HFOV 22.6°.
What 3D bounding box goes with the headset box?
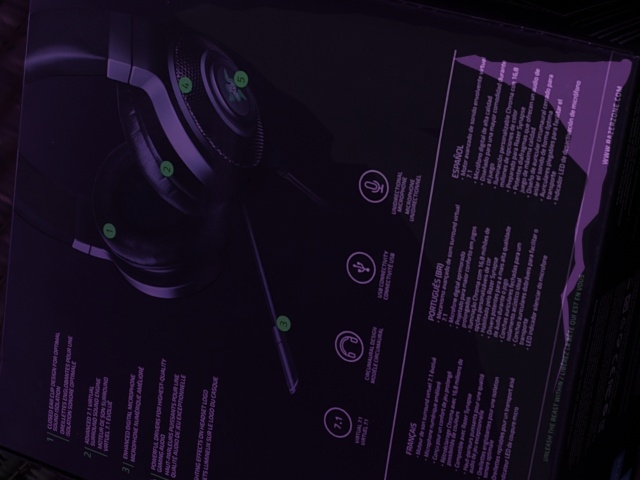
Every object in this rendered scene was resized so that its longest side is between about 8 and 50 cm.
[{"bbox_3d":[0.000,0.000,0.687,0.283,0.131,0.246,16,110,25],"label":"headset box"}]
